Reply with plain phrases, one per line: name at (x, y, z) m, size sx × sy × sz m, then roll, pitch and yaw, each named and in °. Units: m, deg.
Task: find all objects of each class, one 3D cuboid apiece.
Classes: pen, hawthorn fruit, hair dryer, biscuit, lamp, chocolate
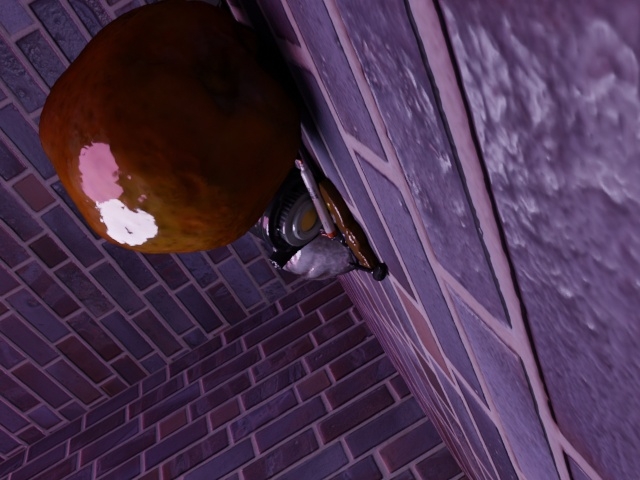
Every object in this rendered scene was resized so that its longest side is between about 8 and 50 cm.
pen at (-0.007, -0.095, 1.200) m, size 0.218 × 0.026 × 0.026 m, roll 66°, pitch 174°, yaw -33°
hawthorn fruit at (-0.238, -0.198, 0.941) m, size 0.471 × 0.472 × 0.472 m, roll 59°, pitch 178°, yaw 4°
hair dryer at (0.000, 0.000, 1.370) m, size 0.272 × 0.235 × 0.091 m, roll 17°, pitch 153°, yaw 47°
biscuit at (0.060, -0.031, 1.172) m, size 0.236 × 0.039 × 0.180 m, roll 61°, pitch 179°, yaw 0°
lamp at (-0.120, -0.091, 1.312) m, size 0.272 × 0.205 × 0.374 m, roll 47°, pitch 134°, yaw 21°
hair dryer at (0.098, 0.057, 1.086) m, size 0.083 × 0.031 × 0.079 m, roll 16°, pitch 159°, yaw 8°
chocolate at (-0.039, 0.011, 1.629) m, size 0.303 × 0.213 × 0.303 m, roll 61°, pitch 178°, yaw 3°

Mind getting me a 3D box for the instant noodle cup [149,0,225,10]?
instant noodle cup at (-0.295, -0.465, 1.218) m, size 0.230 × 0.230 × 0.182 m, roll 58°, pitch 168°, yaw 37°
